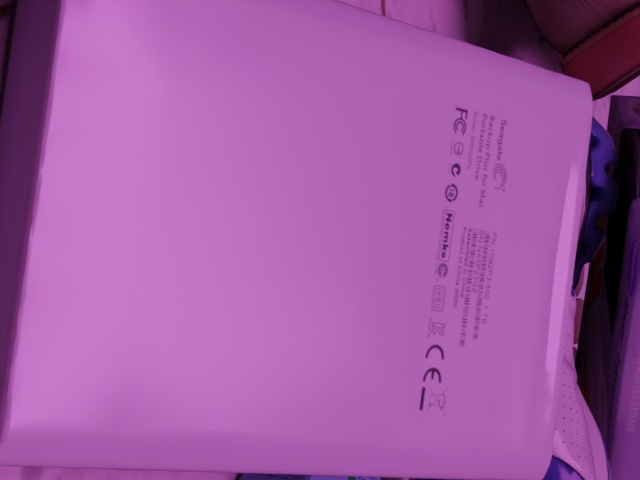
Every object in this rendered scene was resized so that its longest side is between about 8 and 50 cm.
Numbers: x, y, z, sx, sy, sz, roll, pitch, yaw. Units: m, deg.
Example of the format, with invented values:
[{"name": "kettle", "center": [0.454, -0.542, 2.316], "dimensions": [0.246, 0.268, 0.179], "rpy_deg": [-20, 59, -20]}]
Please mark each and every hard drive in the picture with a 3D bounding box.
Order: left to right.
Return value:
[{"name": "hard drive", "center": [0.000, 0.000, 0.637], "dimensions": [0.308, 0.040, 0.203], "rpy_deg": [10, 86, -41]}]

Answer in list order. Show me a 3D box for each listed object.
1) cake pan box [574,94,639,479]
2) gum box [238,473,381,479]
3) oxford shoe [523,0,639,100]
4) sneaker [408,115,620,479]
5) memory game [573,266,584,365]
[{"name": "cake pan box", "center": [0.218, 0.059, 0.970], "dimensions": [0.245, 0.070, 0.266], "rpy_deg": [-82, 175, -61]}, {"name": "gum box", "center": [-0.015, 0.199, 0.749], "dimensions": [0.184, 0.041, 0.157], "rpy_deg": [-61, 144, -35]}, {"name": "oxford shoe", "center": [0.211, -0.186, 1.019], "dimensions": [0.130, 0.123, 0.348], "rpy_deg": [57, 17, 1]}, {"name": "sneaker", "center": [0.082, 0.032, 0.831], "dimensions": [0.182, 0.127, 0.315], "rpy_deg": [35, 56, -53]}, {"name": "memory game", "center": [0.162, 0.068, 1.080], "dimensions": [0.186, 0.012, 0.186], "rpy_deg": [-18, 111, -60]}]
